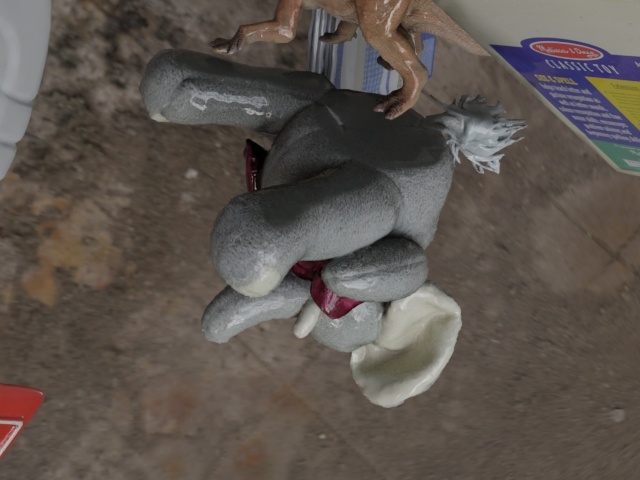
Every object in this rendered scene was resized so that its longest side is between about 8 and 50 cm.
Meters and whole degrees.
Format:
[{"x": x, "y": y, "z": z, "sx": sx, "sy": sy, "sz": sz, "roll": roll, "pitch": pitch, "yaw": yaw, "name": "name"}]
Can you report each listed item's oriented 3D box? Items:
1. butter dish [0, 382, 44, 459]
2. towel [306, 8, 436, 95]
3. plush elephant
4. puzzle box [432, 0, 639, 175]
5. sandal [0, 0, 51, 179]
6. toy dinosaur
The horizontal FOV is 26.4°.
[{"x": -0.370, "y": 0.169, "z": 1.279, "sx": 0.118, "sy": 0.160, "sz": 0.160, "roll": 40, "pitch": 99, "yaw": 25, "name": "butter dish"}, {"x": 0.057, "y": -0.227, "z": 1.332, "sx": 0.034, "sy": 0.285, "sz": 0.209, "roll": 14, "pitch": 112, "yaw": 22, "name": "towel"}, {"x": 0.000, "y": 0.000, "z": 1.173, "sx": 0.272, "sy": 0.330, "sz": 0.255, "roll": 55, "pitch": 140, "yaw": 39, "name": "plush elephant"}, {"x": 0.242, "y": -0.104, "z": 0.764, "sx": 0.409, "sy": 0.272, "sz": 0.052, "roll": 18, "pitch": 75, "yaw": 56, "name": "puzzle box"}, {"x": -0.260, "y": 0.008, "z": 0.597, "sx": 0.102, "sy": 0.169, "sz": 0.416, "roll": 21, "pitch": 68, "yaw": 17, "name": "sandal"}, {"x": 0.032, "y": -0.227, "z": 1.081, "sx": 0.295, "sy": 0.127, "sz": 0.200, "roll": 25, "pitch": 123, "yaw": 19, "name": "toy dinosaur"}]
